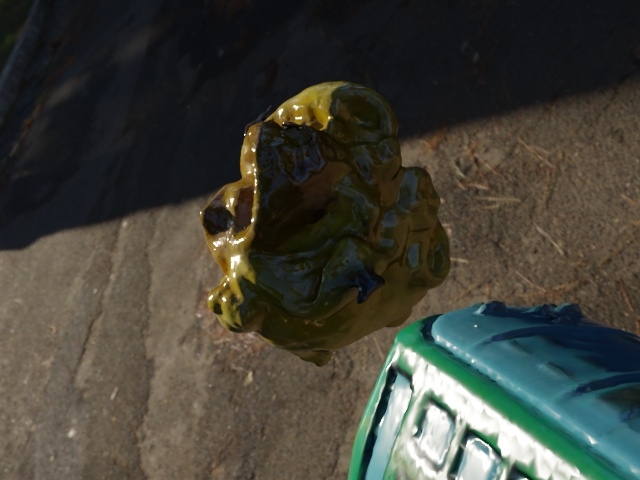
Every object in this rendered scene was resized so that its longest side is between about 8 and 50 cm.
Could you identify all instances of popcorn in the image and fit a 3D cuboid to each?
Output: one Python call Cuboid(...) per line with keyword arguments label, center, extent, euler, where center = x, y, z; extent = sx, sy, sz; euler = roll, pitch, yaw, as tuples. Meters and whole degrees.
Cuboid(label="popcorn", center=(0.000, 0.000, 0.887), extent=(0.297, 0.316, 0.281), euler=(-35, 30, -8))

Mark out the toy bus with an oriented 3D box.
Cuboid(label="toy bus", center=(0.152, 0.157, 0.360), extent=(0.343, 0.183, 0.200), euler=(-149, 64, -65))
